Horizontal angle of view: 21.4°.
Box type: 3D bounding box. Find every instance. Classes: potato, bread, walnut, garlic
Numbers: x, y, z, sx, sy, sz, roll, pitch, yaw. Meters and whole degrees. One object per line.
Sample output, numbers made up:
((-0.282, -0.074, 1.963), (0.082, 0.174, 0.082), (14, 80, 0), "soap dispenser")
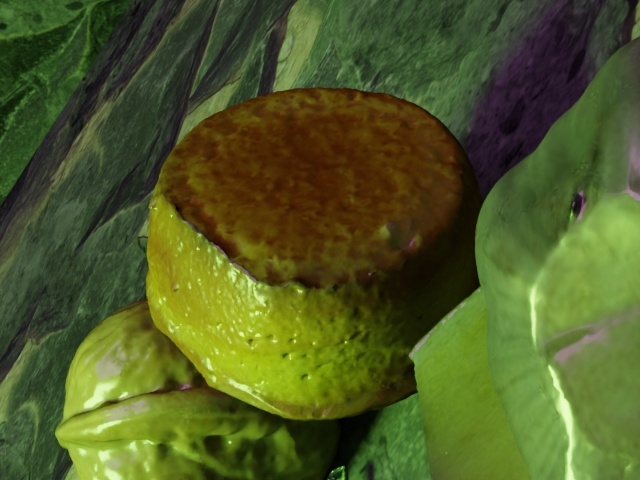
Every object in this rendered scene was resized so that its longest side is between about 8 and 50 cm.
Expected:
((0.191, 0.102, 1.115), (0.255, 0.112, 0.269), (-47, 29, 25), "potato")
((0.005, 0.002, 1.416), (0.172, 0.312, 0.312), (86, -173, -46), "bread")
((-0.115, 0.158, 1.526), (0.257, 0.257, 0.225), (-25, 71, 57), "walnut")
((0.226, 0.042, 0.908), (0.317, 0.259, 0.318), (7, 100, 44), "garlic")

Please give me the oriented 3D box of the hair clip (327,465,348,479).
((0.016, 0.259, 1.408), (0.049, 0.049, 0.173), (-50, 19, 29), "hair clip")
